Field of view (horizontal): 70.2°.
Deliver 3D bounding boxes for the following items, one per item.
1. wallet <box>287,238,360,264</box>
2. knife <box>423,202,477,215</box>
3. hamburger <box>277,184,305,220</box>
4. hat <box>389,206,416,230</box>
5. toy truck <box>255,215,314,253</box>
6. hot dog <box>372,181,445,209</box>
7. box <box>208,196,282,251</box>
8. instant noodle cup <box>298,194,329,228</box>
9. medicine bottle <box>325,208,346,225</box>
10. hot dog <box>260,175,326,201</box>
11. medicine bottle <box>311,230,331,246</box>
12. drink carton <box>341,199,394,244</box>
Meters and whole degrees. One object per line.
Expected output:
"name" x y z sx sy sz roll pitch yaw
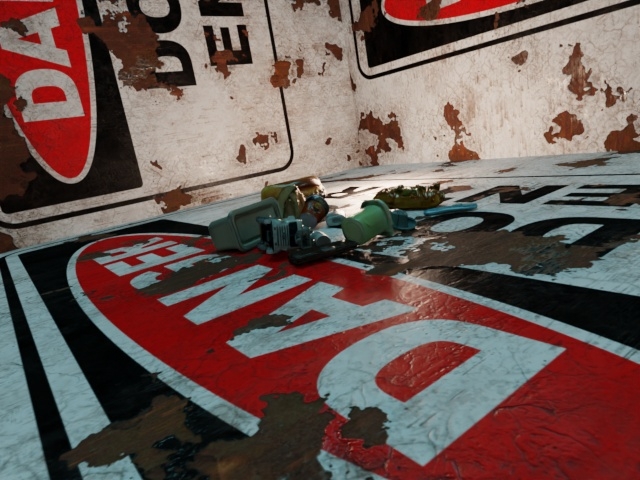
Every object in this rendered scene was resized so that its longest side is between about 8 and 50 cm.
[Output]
"wallet" 0.010 0.038 1.552 0.230 0.042 0.124 -12 8 -17
"knife" 0.544 -0.134 1.913 0.222 0.031 0.064 -8 17 8
"hamburger" -0.139 -0.171 2.175 0.135 0.207 0.155 -2 20 20
"hat" 0.292 -0.091 1.780 0.138 0.078 0.191 0 12 -19
"toy truck" -0.134 -0.030 1.721 0.184 0.133 0.338 -6 6 -17
"hot dog" 0.409 -0.209 2.142 0.349 0.117 0.158 2 18 39
"box" -0.320 -0.060 1.954 0.182 0.175 0.312 -10 11 37
"instant noodle cup" -0.037 -0.122 2.077 0.127 0.127 0.135 -4 31 24
"medicine bottle" 0.072 -0.108 2.090 0.090 0.053 0.208 -12 12 5
"hot dog" -0.117 -0.247 2.523 0.405 0.185 0.223 -20 16 -38
"medicine bottle" 0.000 0.000 1.681 0.058 0.058 0.091 -13 14 -12
"drink carton" 0.162 -0.060 1.661 0.142 0.144 0.146 -27 21 -36
